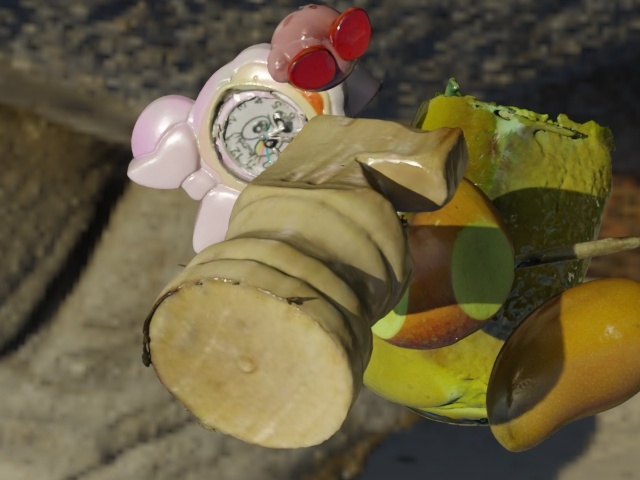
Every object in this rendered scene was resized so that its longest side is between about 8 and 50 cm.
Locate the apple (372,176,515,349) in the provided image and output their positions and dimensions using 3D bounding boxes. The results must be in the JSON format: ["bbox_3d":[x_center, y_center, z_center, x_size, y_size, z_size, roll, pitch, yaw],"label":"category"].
[{"bbox_3d":[0.095,0.012,1.830,0.146,0.163,0.147,12,131,44],"label":"apple"}]

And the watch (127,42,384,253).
[{"bbox_3d":[-0.054,-0.119,2.122,0.248,0.217,0.211,-36,100,20],"label":"watch"}]

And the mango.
[{"bbox_3d":[0.192,0.092,1.516,0.184,0.102,0.085,-30,-164,-28],"label":"mango"}]

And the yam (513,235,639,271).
[{"bbox_3d":[0.200,0.009,1.543,0.107,0.014,0.014,-10,163,-12],"label":"yam"}]

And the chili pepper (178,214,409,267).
[{"bbox_3d":[-0.022,0.016,1.569,0.192,0.084,0.086,-3,142,17],"label":"chili pepper"}]

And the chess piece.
[{"bbox_3d":[0.000,0.000,1.298,0.137,0.301,0.137,10,125,14],"label":"chess piece"}]

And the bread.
[{"bbox_3d":[0.177,0.021,2.177,0.251,0.376,0.208,26,163,-13],"label":"bread"}]

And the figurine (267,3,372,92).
[{"bbox_3d":[-0.006,-0.145,1.514,0.083,0.067,0.071,-30,-150,-19],"label":"figurine"}]
